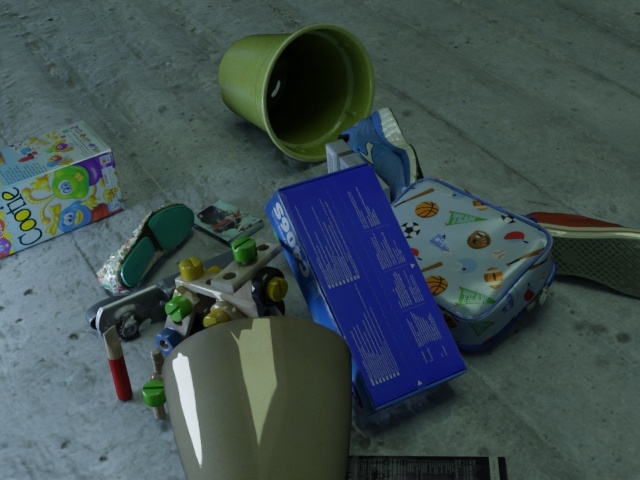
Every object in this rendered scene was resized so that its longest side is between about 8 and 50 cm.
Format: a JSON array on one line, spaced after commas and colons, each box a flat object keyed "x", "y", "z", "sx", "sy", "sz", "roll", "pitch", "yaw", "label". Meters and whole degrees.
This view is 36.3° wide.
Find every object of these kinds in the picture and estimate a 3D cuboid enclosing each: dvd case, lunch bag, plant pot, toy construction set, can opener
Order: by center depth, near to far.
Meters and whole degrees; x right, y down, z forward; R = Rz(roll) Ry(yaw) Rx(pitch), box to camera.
[{"x": -0.069, "y": 0.279, "z": 1.232, "sx": 0.257, "sy": 0.256, "sz": 0.274, "roll": -7, "pitch": 53, "yaw": -2, "label": "plant pot"}, {"x": 0.136, "y": 0.349, "z": 1.274, "sx": 0.221, "sy": 0.018, "sz": 0.164, "roll": -1, "pitch": 36, "yaw": 6, "label": "dvd case"}, {"x": -0.174, "y": 0.102, "z": 1.454, "sx": 0.309, "sy": 0.237, "sz": 0.257, "roll": -23, "pitch": 41, "yaw": -22, "label": "toy construction set"}, {"x": 0.222, "y": 0.031, "z": 1.571, "sx": 0.303, "sy": 0.115, "sz": 0.243, "roll": 31, "pitch": 64, "yaw": 36, "label": "lunch bag"}, {"x": -0.252, "y": 0.081, "z": 1.625, "sx": 0.283, "sy": 0.076, "sz": 0.095, "roll": -25, "pitch": 42, "yaw": -26, "label": "can opener"}, {"x": -0.176, "y": -0.034, "z": 1.819, "sx": 0.119, "sy": 0.013, "sz": 0.087, "roll": 28, "pitch": 48, "yaw": 35, "label": "dvd case"}, {"x": -0.074, "y": -0.320, "z": 2.015, "sx": 0.276, "sy": 0.276, "sz": 0.254, "roll": -29, "pitch": 31, "yaw": -28, "label": "plant pot"}]

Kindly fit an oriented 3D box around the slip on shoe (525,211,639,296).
[{"x": 0.468, "y": 0.012, "z": 1.607, "sx": 0.331, "sy": 0.123, "sz": 0.101, "roll": 10, "pitch": 35, "yaw": 26, "label": "slip on shoe"}]

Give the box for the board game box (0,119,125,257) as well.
[{"x": -0.533, "y": -0.095, "z": 1.834, "sx": 0.275, "sy": 0.142, "sz": 0.144, "roll": -24, "pitch": 41, "yaw": -24, "label": "board game box"}]

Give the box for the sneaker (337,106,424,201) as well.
[{"x": 0.112, "y": -0.124, "z": 1.840, "sx": 0.147, "sy": 0.129, "sz": 0.330, "roll": -23, "pitch": 35, "yaw": 0, "label": "sneaker"}]

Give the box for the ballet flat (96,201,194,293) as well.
[{"x": -0.316, "y": 0.008, "z": 1.729, "sx": 0.077, "sy": 0.091, "sz": 0.241, "roll": -8, "pitch": 27, "yaw": 34, "label": "ballet flat"}]

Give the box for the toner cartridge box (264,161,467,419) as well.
[{"x": 0.064, "y": 0.069, "z": 1.433, "sx": 0.165, "sy": 0.075, "sz": 0.347, "roll": -18, "pitch": 76, "yaw": -25, "label": "toner cartridge box"}]

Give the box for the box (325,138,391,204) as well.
[{"x": 0.069, "y": -0.076, "z": 1.738, "sx": 0.038, "sy": 0.145, "sz": 0.186, "roll": -19, "pitch": 39, "yaw": -16, "label": "box"}]

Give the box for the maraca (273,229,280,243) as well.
[{"x": 0.000, "y": 0.000, "z": 1.691, "sx": 0.186, "sy": 0.099, "sz": 0.127, "roll": 42, "pitch": 58, "yaw": 13, "label": "maraca"}]
